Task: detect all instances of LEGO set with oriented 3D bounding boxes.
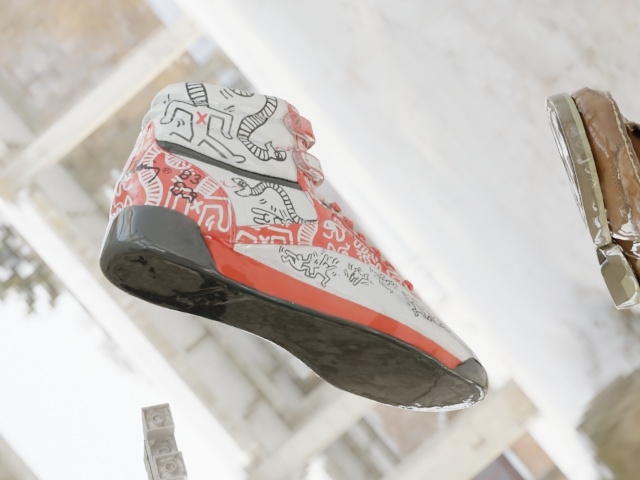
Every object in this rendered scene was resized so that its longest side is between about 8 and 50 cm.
[{"bbox_3d":[-0.110,0.226,1.121,0.093,0.087,0.227,98,158,-51],"label":"LEGO set"}]

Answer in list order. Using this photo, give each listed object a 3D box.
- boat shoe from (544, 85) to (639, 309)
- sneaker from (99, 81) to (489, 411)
[{"bbox_3d":[0.238,-0.043,1.321,0.307,0.104,0.110,47,-152,-67],"label":"boat shoe"},{"bbox_3d":[0.000,-0.001,1.118,0.270,0.145,0.090,24,147,-22],"label":"sneaker"}]
